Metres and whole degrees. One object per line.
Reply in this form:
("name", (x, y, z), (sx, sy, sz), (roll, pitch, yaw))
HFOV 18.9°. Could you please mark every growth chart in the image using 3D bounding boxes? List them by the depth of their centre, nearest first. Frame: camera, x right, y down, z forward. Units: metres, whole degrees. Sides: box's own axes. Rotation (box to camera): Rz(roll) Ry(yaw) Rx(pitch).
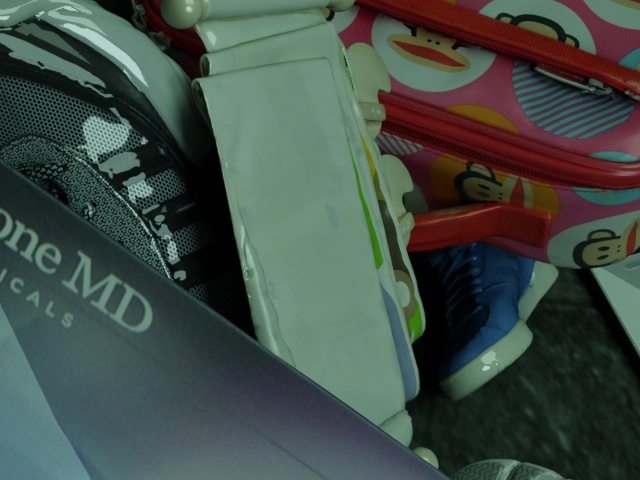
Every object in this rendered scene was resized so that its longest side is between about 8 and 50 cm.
("growth chart", (0.000, 0.000, 0.777), (0.172, 0.021, 0.237), (-1, 78, -62))

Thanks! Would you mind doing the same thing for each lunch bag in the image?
("lunch bag", (0.057, -0.111, 0.987), (0.293, 0.120, 0.258), (19, 60, 8))

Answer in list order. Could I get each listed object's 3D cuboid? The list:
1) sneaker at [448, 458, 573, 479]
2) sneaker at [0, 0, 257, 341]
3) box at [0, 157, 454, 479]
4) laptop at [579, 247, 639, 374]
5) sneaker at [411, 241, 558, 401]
("sneaker", (0.153, 0.221, 0.912), (0.281, 0.115, 0.105), (43, 73, 14))
("sneaker", (-0.082, 0.021, 0.741), (0.268, 0.101, 0.153), (44, 41, -36))
("box", (-0.112, 0.160, 0.543), (0.296, 0.183, 0.294), (36, 56, -17))
("laptop", (0.314, -0.149, 1.194), (0.382, 0.236, 0.408), (-16, 69, -31))
("sneaker", (0.075, 0.021, 1.026), (0.084, 0.058, 0.152), (50, 32, -7))
